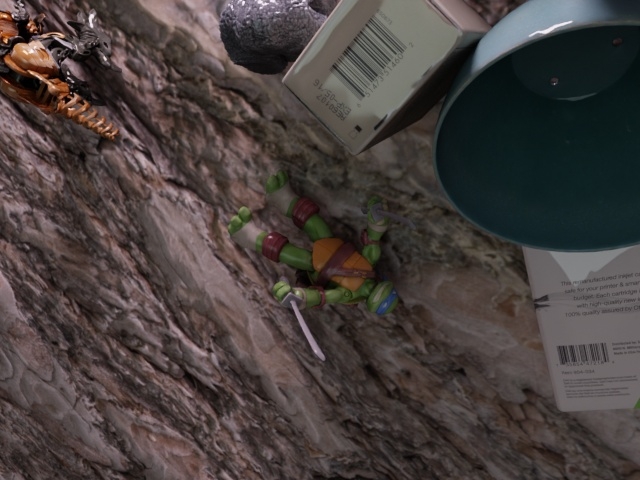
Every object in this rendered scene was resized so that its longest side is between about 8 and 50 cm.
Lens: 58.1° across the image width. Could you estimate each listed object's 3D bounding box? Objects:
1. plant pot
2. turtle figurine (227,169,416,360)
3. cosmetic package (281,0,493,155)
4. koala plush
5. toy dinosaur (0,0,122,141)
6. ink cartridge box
[{"bbox_3d":[0.276,-0.152,0.616,0.290,0.195,0.290,10,142,8],"label":"plant pot"},{"bbox_3d":[0.000,0.000,0.835,0.266,0.274,0.198,34,102,18],"label":"turtle figurine"},{"bbox_3d":[0.099,-0.214,0.668,0.113,0.309,0.160,45,117,2],"label":"cosmetic package"},{"bbox_3d":[-0.048,-0.351,0.762,0.196,0.203,0.221,1,97,22],"label":"koala plush"},{"bbox_3d":[-0.454,-0.273,0.926,0.164,0.218,0.322,-26,97,27],"label":"toy dinosaur"},{"bbox_3d":[0.389,0.074,0.758,0.198,0.115,0.273,-10,104,25],"label":"ink cartridge box"}]
